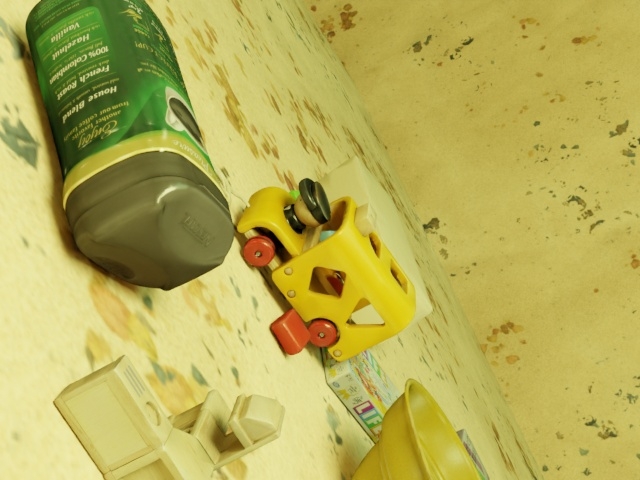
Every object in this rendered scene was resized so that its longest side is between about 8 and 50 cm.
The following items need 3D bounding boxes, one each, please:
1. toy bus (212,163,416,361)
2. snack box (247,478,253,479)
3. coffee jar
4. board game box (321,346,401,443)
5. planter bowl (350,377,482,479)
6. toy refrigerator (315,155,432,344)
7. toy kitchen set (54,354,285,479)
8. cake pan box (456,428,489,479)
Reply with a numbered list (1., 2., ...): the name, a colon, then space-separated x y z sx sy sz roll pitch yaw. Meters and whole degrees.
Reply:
1. toy bus: 0.007 0.007 0.756 0.202 0.104 0.191 25 40 -60
2. snack box: -0.014 0.173 0.406 0.178 0.064 0.022 52 16 -42
3. coffee jar: -0.114 -0.063 0.487 0.096 0.079 0.184 50 15 -58
4. board game box: 0.048 0.152 0.847 0.154 0.026 0.103 55 13 -33
5. planter bowl: 0.081 0.227 0.646 0.217 0.090 0.217 57 12 -19
6. toy refrigerator: 0.057 0.006 1.085 0.102 0.094 0.269 48 16 -30
7. toy kitchen set: -0.066 0.076 0.397 0.075 0.068 0.083 60 11 -11
8. cake pan box: 0.176 0.348 0.859 0.245 0.070 0.267 65 11 3
